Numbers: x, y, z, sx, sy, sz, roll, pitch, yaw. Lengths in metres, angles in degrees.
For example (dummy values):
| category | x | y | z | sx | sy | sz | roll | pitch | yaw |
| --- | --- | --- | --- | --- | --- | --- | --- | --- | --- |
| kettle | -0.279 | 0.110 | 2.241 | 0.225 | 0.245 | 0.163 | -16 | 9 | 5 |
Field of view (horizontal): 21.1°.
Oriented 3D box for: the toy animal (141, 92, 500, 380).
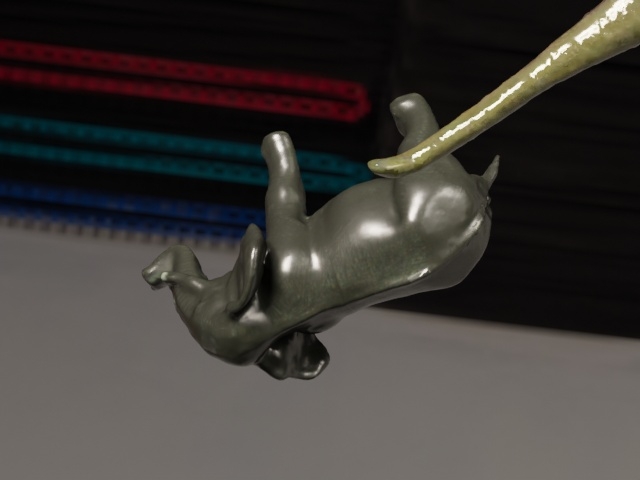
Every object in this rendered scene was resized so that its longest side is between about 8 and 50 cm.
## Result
| category | x | y | z | sx | sy | sz | roll | pitch | yaw |
| --- | --- | --- | --- | --- | --- | --- | --- | --- | --- |
| toy animal | -0.004 | -0.002 | 1.093 | 0.114 | 0.245 | 0.146 | 44 | -156 | -38 |

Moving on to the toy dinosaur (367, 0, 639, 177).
| category | x | y | z | sx | sy | sz | roll | pitch | yaw |
| --- | --- | --- | --- | --- | --- | --- | --- | --- | --- |
| toy dinosaur | 0.156 | -0.112 | 0.755 | 0.072 | 0.200 | 0.251 | 53 | -136 | -32 |
